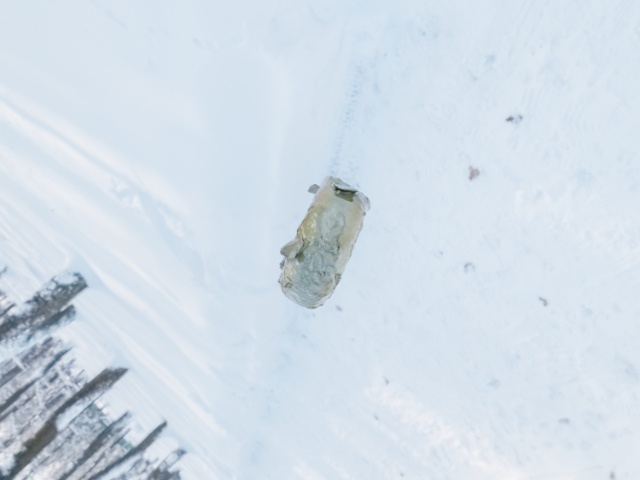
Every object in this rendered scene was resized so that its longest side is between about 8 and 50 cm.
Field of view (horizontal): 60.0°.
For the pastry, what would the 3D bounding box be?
[{"bbox_3d":[-0.001,0.002,1.011,0.120,0.236,0.257,24,-179,-1],"label":"pastry"}]
